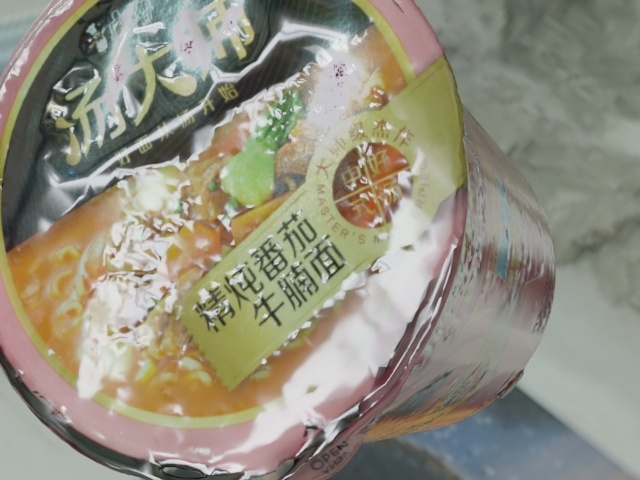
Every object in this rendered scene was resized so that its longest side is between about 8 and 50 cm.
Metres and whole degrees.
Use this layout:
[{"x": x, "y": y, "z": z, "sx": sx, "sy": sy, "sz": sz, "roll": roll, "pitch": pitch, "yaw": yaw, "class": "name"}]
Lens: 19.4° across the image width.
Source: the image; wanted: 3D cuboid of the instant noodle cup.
[{"x": 0.000, "y": 0.000, "z": 0.867, "sx": 0.244, "sy": 0.244, "sz": 0.255, "roll": -55, "pitch": -25, "yaw": 6, "class": "instant noodle cup"}]
